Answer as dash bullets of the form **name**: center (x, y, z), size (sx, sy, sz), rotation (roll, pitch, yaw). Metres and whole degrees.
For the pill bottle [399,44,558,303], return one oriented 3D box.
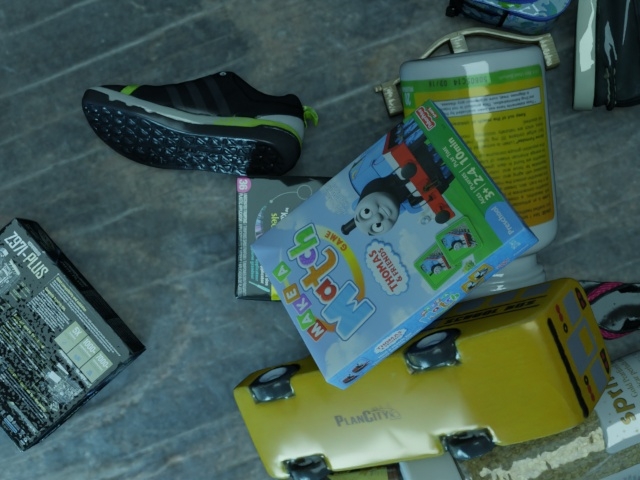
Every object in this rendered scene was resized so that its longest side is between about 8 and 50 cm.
- **pill bottle**: center (0.156, -0.057, 1.061), size (0.136, 0.136, 0.246), rotation (-7, 100, 0)

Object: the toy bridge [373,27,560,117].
- **toy bridge**: center (0.145, -0.181, 1.130), size (0.188, 0.026, 0.063), rotation (-16, 87, 0)

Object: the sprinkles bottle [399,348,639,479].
- **sprinkles bottle**: center (0.256, 0.191, 1.070), size (0.355, 0.121, 0.121), rotation (-22, 88, -1)

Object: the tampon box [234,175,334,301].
- **tampon box**: center (0.000, 0.000, 1.087), size (0.161, 0.101, 0.121), rotation (0, 88, 1)

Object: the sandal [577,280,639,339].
- **sandal**: center (0.297, 0.069, 1.112), size (0.179, 0.040, 0.067), rotation (-8, 88, 0)

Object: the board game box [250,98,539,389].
- **board game box**: center (0.058, 0.003, 0.959), size (0.211, 0.039, 0.160), rotation (-40, 58, 13)

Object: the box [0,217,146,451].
- **box**: center (-0.291, 0.091, 1.099), size (0.147, 0.077, 0.180), rotation (-42, 88, -1)

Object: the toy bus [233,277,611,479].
- **toy bus**: center (0.084, 0.132, 1.021), size (0.332, 0.130, 0.108), rotation (-17, 102, 34)

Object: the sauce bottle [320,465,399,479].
- **sauce bottle**: center (0.017, 0.252, 1.109), size (0.128, 0.042, 0.042), rotation (-6, 88, -1)

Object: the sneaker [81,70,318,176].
- **sneaker**: center (-0.121, -0.126, 1.120), size (0.234, 0.084, 0.097), rotation (13, 56, 4)

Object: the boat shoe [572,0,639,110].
- **boat shoe**: center (0.314, -0.294, 1.074), size (0.113, 0.127, 0.340), rotation (6, 91, 11)

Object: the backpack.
- **backpack**: center (0.196, -0.263, 1.098), size (0.114, 0.084, 0.105), rotation (18, 78, 0)
